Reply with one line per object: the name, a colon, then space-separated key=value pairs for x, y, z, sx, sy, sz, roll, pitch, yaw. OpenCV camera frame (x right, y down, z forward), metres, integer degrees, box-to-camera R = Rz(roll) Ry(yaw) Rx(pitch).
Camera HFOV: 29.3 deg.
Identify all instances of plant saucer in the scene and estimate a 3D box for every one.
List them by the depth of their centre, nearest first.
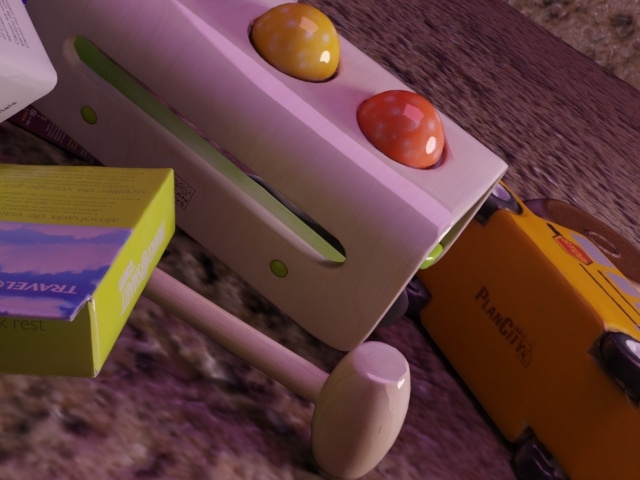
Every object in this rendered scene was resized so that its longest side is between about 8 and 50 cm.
plant saucer: x=0.268 y=0.015 z=1.202 sx=0.198 sy=0.036 sz=0.198 roll=29 pitch=21 yaw=-12

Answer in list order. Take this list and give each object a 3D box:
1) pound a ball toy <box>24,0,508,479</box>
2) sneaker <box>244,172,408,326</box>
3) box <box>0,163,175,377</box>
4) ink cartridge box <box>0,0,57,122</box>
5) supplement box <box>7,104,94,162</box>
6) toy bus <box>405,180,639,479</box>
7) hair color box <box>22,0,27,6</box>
pound a ball toy: x=-0.033 y=-0.050 z=0.689 sx=0.319 sy=0.136 sz=0.208 roll=39 pitch=39 yaw=9
sneaker: x=0.000 y=0.000 z=0.824 sx=0.152 sy=0.054 sz=0.061 roll=37 pitch=19 yaw=11
box: x=-0.135 y=0.011 z=0.555 sx=0.109 sy=0.042 sz=0.178 roll=2 pitch=22 yaw=5
ink cartridge box: x=-0.260 y=-0.144 z=0.521 sx=0.197 sy=0.114 sz=0.273 roll=63 pitch=14 yaw=11
supplement box: x=-0.172 y=-0.095 z=0.794 sx=0.083 sy=0.043 sz=0.055 roll=28 pitch=21 yaw=-11
toy bus: x=0.170 y=0.080 z=0.817 sx=0.130 sy=0.108 sz=0.333 roll=16 pitch=27 yaw=-39
hair color box: x=-0.225 y=-0.219 z=0.845 sx=0.185 sy=0.110 sz=0.339 roll=24 pitch=18 yaw=21
